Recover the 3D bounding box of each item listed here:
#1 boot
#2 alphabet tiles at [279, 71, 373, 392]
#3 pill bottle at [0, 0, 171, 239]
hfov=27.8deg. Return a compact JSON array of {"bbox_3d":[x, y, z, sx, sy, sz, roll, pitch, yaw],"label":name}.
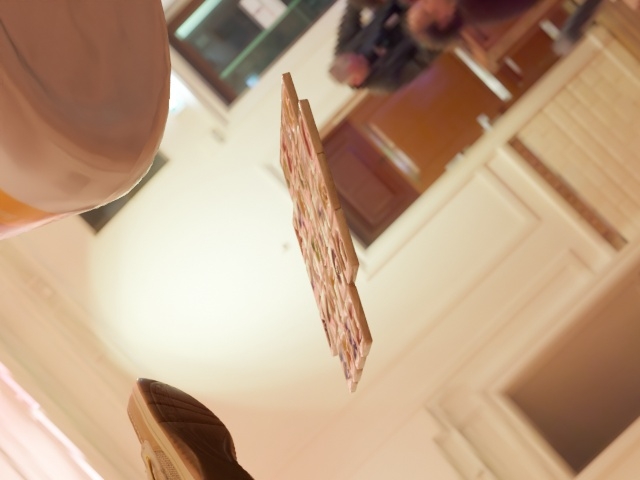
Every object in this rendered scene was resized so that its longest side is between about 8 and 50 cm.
[{"bbox_3d":[-0.150,0.272,1.223,0.095,0.203,0.262,17,-160,-41],"label":"boot"},{"bbox_3d":[0.000,0.000,1.334,0.342,0.011,0.285,98,157,-71],"label":"alphabet tiles"},{"bbox_3d":[-0.205,-0.053,0.444,0.162,0.278,0.162,-16,-90,-72],"label":"pill bottle"}]
